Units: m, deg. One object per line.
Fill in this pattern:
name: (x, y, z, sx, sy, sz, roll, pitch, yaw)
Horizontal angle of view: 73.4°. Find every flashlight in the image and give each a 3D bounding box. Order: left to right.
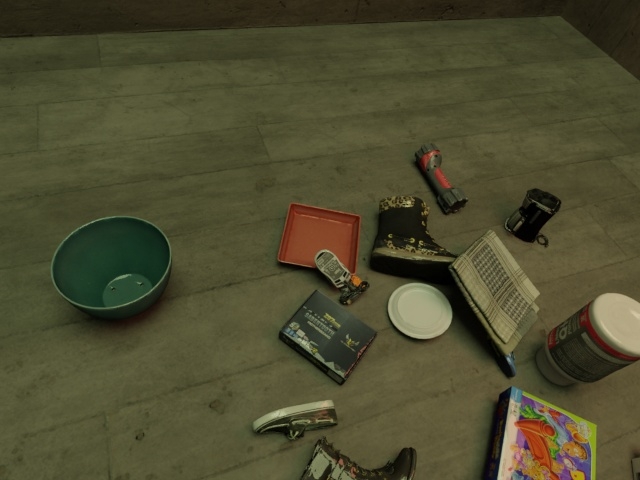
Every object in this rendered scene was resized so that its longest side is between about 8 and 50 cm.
flashlight: (0.483, -0.253, 1.710, 0.103, 0.103, 0.304, -10, 55, -20)

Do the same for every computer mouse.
computer mouse: (0.058, 0.106, 1.356, 0.106, 0.042, 0.193, -41, 93, -3)

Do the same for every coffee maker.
coffee maker: (0.809, -0.088, 1.597, 0.171, 0.178, 0.120, 18, 54, 3)

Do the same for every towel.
towel: (0.564, 0.151, 1.350, 0.312, 0.056, 0.324, -29, 86, -43)

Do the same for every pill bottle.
pill bottle: (0.758, 0.297, 1.214, 0.177, 0.318, 0.176, 5, 53, -7)

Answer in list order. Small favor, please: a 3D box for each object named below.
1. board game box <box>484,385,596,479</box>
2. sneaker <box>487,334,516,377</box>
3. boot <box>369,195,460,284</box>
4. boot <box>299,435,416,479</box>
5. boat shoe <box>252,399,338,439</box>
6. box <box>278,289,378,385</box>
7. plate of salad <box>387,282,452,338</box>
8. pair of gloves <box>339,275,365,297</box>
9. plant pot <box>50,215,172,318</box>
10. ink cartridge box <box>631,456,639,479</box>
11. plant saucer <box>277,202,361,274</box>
board game box: (0.549, 0.581, 1.075, 0.234, 0.078, 0.347, 24, 53, 8)
sneaker: (0.567, 0.344, 1.312, 0.059, 0.053, 0.144, -4, 56, -15)
boot: (0.363, -0.006, 1.489, 0.378, 0.138, 0.284, 7, 53, 2)
boot: (0.087, 0.558, 1.043, 0.229, 0.091, 0.263, 35, 58, 15)
boat shoe: (-0.061, 0.464, 1.093, 0.220, 0.077, 0.070, -7, 54, -17)
box: (0.024, 0.277, 1.259, 0.233, 0.059, 0.183, 35, 54, 15)
plate of salad: (0.313, 0.223, 1.359, 0.200, 0.048, 0.199, -1, 51, 2)
pair of gloves: (0.099, 0.147, 1.400, 0.083, 0.010, 0.074, -34, 66, -29)
plant pot: (-0.554, 0.104, 1.197, 0.291, 0.195, 0.290, 5, 53, -6)
ink cartridge box: (0.903, 0.650, 1.140, 0.104, 0.060, 0.180, 19, 53, 5)
plant saucer: (0.000, 0.000, 1.468, 0.259, 0.047, 0.258, 11, 53, -3)
